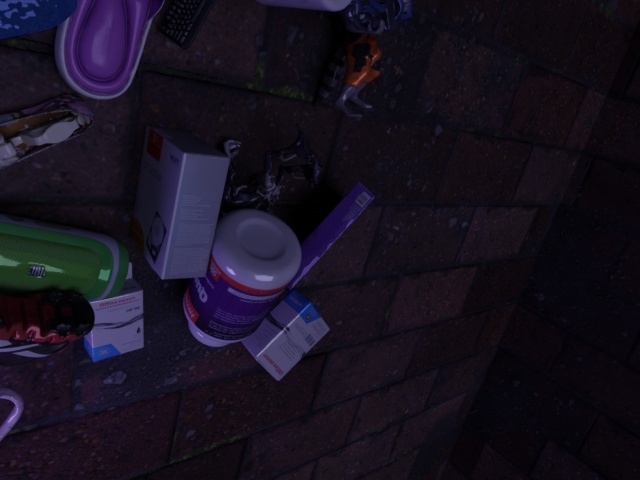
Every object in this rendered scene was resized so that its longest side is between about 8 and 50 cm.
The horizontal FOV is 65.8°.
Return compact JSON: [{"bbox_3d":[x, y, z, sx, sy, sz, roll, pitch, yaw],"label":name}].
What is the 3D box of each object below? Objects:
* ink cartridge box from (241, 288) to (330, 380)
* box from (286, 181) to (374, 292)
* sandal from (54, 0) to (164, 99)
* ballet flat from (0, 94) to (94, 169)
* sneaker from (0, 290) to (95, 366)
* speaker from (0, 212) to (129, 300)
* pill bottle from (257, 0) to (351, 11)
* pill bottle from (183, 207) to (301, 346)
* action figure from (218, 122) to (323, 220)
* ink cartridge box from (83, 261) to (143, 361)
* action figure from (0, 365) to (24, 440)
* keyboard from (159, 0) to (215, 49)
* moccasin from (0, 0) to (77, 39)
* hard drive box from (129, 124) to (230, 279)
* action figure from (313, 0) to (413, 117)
[{"bbox_3d":[-0.093,0.257,1.344,0.203,0.086,0.148,-43,136,-14],"label":"ink cartridge box"},{"bbox_3d":[0.000,0.000,1.209,0.293,0.057,0.201,-47,179,-10],"label":"box"},{"bbox_3d":[-0.292,-0.413,0.734,0.169,0.102,0.416,-5,117,-42],"label":"sandal"},{"bbox_3d":[-0.454,-0.158,0.759,0.221,0.079,0.077,-33,134,-23],"label":"ballet flat"},{"bbox_3d":[-0.496,0.130,0.743,0.135,0.097,0.276,-41,146,23],"label":"sneaker"},{"bbox_3d":[-0.481,0.028,0.816,0.296,0.131,0.131,15,104,-47],"label":"speaker"},{"bbox_3d":[-0.059,-0.456,0.815,0.131,0.229,0.131,-35,136,-44],"label":"pill bottle"},{"bbox_3d":[-0.178,0.094,1.036,0.181,0.181,0.323,-11,149,-39],"label":"pill bottle"},{"bbox_3d":[-0.136,-0.127,1.037,0.276,0.141,0.164,-28,146,7],"label":"action figure"},{"bbox_3d":[-0.417,0.142,0.993,0.104,0.060,0.180,-12,122,-37],"label":"ink cartridge box"},{"bbox_3d":[-0.670,0.230,0.668,0.248,0.276,0.370,-57,155,4],"label":"action figure"},{"bbox_3d":[-0.208,-0.414,0.813,0.180,0.108,0.023,-55,149,11],"label":"keyboard"},{"bbox_3d":[-0.493,-0.292,0.619,0.342,0.117,0.137,-19,134,-33],"label":"moccasin"},{"bbox_3d":[-0.266,-0.072,0.911,0.089,0.181,0.232,0,113,-40],"label":"hard drive box"},{"bbox_3d":[0.062,-0.427,1.007,0.341,0.179,0.330,-35,134,-57],"label":"action figure"}]
